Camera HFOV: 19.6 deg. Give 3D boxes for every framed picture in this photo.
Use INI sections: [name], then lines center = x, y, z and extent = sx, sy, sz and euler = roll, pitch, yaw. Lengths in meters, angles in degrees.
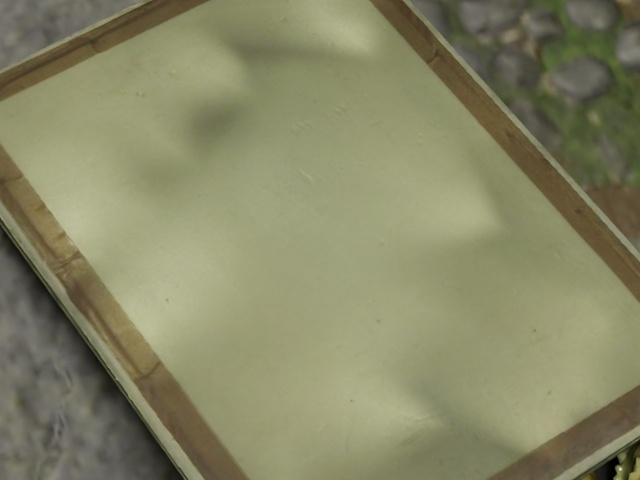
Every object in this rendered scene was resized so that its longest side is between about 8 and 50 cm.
[framed picture]
center = 0.000, 0.000, 0.602
extent = 0.173, 0.010, 0.231
euler = -28, 63, -20

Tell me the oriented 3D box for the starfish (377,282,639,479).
[starfish]
center = 0.118, 0.138, 0.616
extent = 0.357, 0.078, 0.347
euler = 11, 70, -13
